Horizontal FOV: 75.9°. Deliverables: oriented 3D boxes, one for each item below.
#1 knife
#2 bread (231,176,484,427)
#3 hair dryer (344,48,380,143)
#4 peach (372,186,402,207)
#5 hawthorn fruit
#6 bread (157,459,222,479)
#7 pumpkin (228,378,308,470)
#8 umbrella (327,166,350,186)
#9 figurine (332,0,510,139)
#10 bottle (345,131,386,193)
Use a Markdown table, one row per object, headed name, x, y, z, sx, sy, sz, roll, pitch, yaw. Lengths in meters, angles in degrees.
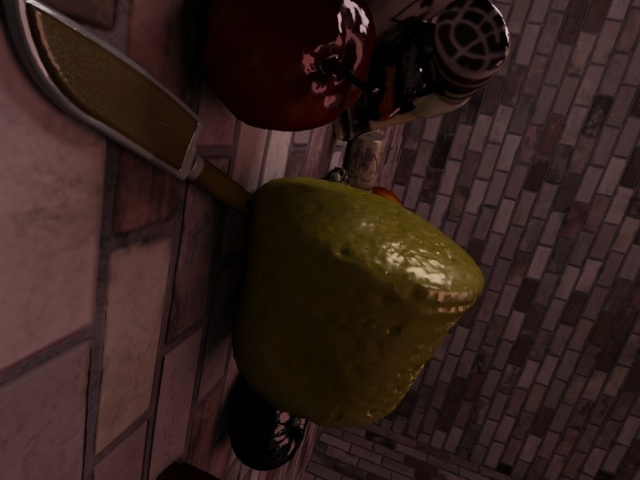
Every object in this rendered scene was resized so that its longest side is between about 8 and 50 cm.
| name | x | y | z | sx | sy | sz | roll | pitch | yaw |
| --- | --- | --- | --- | --- | --- | --- | --- | --- | --- |
| knife | -0.128 | -0.088 | 0.371 | 0.343 | 0.027 | 0.061 | 39 | 70 | -74 |
| bread | 0.037 | 0.083 | 0.627 | 0.348 | 0.349 | 0.307 | -37 | 147 | -70 |
| hair dryer | 0.140 | -0.369 | 1.041 | 0.303 | 0.120 | 0.359 | -57 | -175 | 9 |
| peach | 0.204 | -0.098 | 1.484 | 0.192 | 0.191 | 0.190 | -47 | 151 | -67 |
| hawthorn fruit | -0.018 | -0.168 | 0.378 | 0.157 | 0.194 | 0.156 | -25 | 133 | -29 |
| bread | -0.205 | 0.407 | 0.582 | 0.160 | 0.073 | 0.160 | 17 | 90 | -79 |
| pumpkin | -0.101 | 0.340 | 0.811 | 0.202 | 0.140 | 0.201 | 6 | 90 | -67 |
| umbrella | 0.045 | -0.144 | 1.017 | 0.067 | 0.062 | 0.143 | -44 | 171 | 7 |
| figurine | 0.080 | -0.302 | 0.474 | 0.196 | 0.320 | 0.322 | -19 | 100 | -36 |
| bottle | 0.114 | -0.201 | 1.164 | 0.110 | 0.097 | 0.209 | -127 | -141 | -48 |
